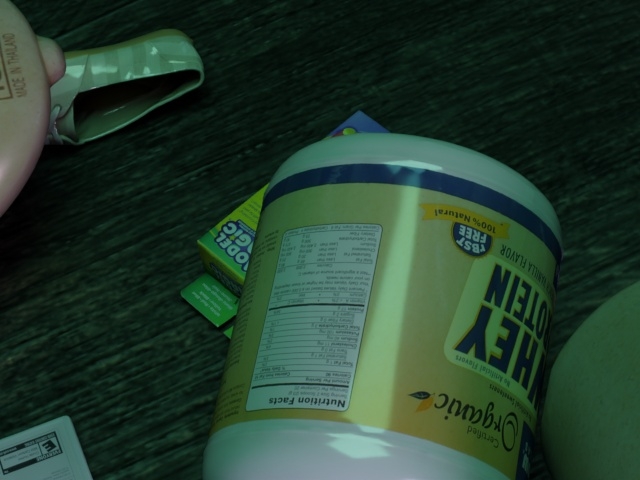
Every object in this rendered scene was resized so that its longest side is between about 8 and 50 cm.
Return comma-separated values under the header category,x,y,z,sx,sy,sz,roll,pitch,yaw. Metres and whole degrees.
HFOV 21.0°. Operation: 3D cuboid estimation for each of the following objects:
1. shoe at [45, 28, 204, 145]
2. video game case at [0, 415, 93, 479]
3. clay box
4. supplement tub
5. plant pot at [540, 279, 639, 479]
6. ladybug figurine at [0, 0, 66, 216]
category,x,y,z,sx,sy,sz,roll,pitch,yaw
shoe,-0.206,-0.129,1.535,0.219,0.076,0.058,-22,50,-13
video game case,-0.254,0.237,1.305,0.190,0.022,0.173,-20,54,-10
clay box,0.000,0.000,1.434,0.222,0.053,0.127,-40,60,-22
supplement tub,0.043,0.108,1.227,0.228,0.228,0.316,7,65,11
plant pot,0.294,0.173,1.108,0.334,0.333,0.305,-16,29,-6
ladybug figurine,-0.420,-0.077,1.432,0.449,0.162,0.305,-14,79,4
